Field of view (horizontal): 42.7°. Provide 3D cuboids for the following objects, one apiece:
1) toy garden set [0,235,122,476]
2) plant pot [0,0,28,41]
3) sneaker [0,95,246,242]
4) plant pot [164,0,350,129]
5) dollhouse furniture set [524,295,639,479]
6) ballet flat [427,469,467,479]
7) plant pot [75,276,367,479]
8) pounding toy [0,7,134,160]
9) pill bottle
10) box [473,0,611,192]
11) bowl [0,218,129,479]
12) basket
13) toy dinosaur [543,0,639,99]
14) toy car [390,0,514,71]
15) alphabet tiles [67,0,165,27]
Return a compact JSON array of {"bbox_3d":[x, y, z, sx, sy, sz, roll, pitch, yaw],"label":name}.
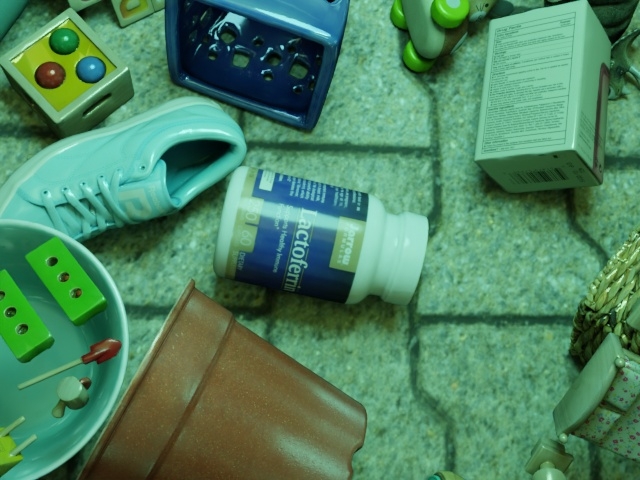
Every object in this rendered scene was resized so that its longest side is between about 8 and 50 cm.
[{"bbox_3d":[-0.332,0.141,0.881,0.244,0.049,0.204,-36,64,-17],"label":"toy garden set"},{"bbox_3d":[-0.511,-0.369,1.092,0.271,0.271,0.255,15,86,-2],"label":"plant pot"},{"bbox_3d":[-0.261,-0.074,1.063,0.365,0.135,0.150,-34,35,-14],"label":"sneaker"},{"bbox_3d":[-0.070,-0.325,1.142,0.235,0.236,0.212,19,66,0],"label":"plant pot"},{"bbox_3d":[0.427,0.287,0.943,0.303,0.174,0.356,24,117,0],"label":"dollhouse furniture set"},{"bbox_3d":[0.160,0.412,1.031,0.073,0.080,0.232,18,73,-17],"label":"ballet flat"},{"bbox_3d":[-0.105,0.226,0.968,0.265,0.272,0.272,30,72,-6],"label":"plant pot"},{"bbox_3d":[-0.345,-0.185,1.134,0.181,0.094,0.206,-42,82,-16],"label":"pounding toy"},{"bbox_3d":[0.000,0.000,1.090,0.264,0.153,0.153,12,73,-3],"label":"pill bottle"},{"bbox_3d":[0.321,-0.199,1.170,0.148,0.126,0.233,-3,68,37],"label":"box"},{"bbox_3d":[-0.383,0.145,0.997,0.311,0.163,0.312,2,73,-7],"label":"bowl"},{"bbox_3d":[0.505,0.072,1.068,0.299,0.213,0.223,-43,61,-16],"label":"basket"},{"bbox_3d":[0.414,-0.366,1.222,0.160,0.314,0.121,-1,45,16],"label":"toy dinosaur"},{"bbox_3d":[0.222,-0.352,1.224,0.188,0.155,0.149,-11,75,-16],"label":"toy car"},{"bbox_3d":[-0.220,-0.458,1.139,0.342,0.285,0.011,-30,56,-14],"label":"alphabet tiles"}]
